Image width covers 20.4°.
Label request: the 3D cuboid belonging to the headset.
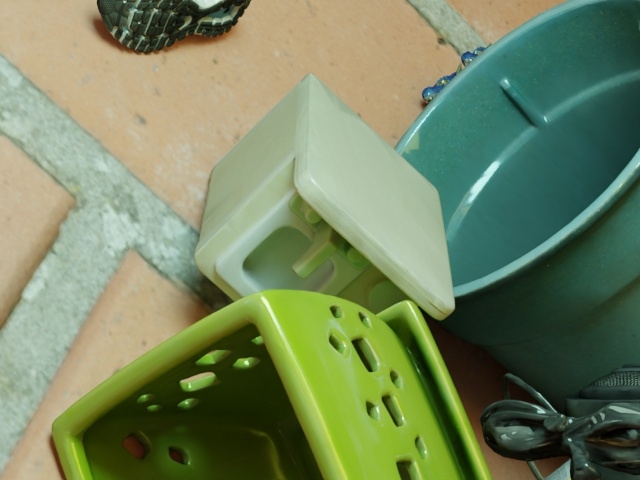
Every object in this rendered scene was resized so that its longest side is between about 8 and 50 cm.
[{"bbox_3d":[0.241,0.190,1.200,0.394,0.185,0.243,35,60,-42],"label":"headset"}]

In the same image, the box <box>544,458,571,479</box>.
[{"bbox_3d":[0.258,0.248,1.418,0.183,0.231,0.056,50,10,-8],"label":"box"}]

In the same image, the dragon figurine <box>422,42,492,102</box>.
[{"bbox_3d":[0.227,-0.112,1.745,0.289,0.085,0.144,3,62,-43],"label":"dragon figurine"}]

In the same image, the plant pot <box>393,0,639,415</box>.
[{"bbox_3d":[0.266,0.018,1.532,0.334,0.341,0.341,44,40,-26],"label":"plant pot"}]

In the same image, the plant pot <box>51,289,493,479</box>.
[{"bbox_3d":[-0.010,0.170,1.211,0.207,0.227,0.228,-4,67,-52],"label":"plant pot"}]

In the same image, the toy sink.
[{"bbox_3d":[0.000,0.000,1.355,0.153,0.131,0.234,41,17,-17],"label":"toy sink"}]

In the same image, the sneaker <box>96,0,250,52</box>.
[{"bbox_3d":[-0.133,-0.204,1.484,0.073,0.063,0.162,48,32,20],"label":"sneaker"}]
